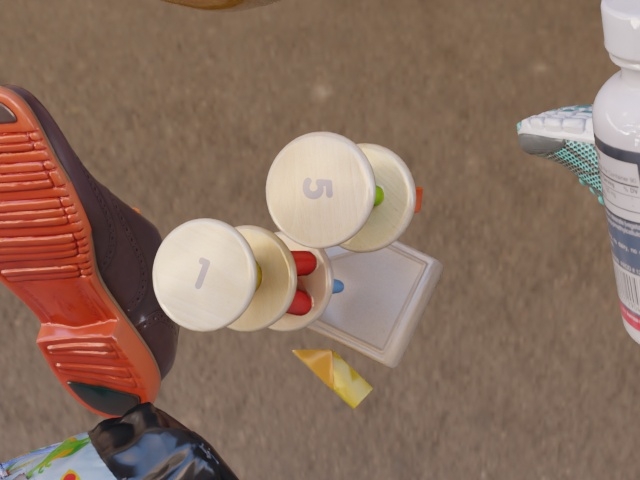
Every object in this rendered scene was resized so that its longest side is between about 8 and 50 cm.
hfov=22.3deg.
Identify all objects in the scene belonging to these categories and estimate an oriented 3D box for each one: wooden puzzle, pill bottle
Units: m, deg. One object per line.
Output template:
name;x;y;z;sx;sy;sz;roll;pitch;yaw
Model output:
wooden puzzle;0.023;0.028;0.909;0.079;0.014;0.116;34;78;0
pill bottle;0.194;-0.040;0.814;0.108;0.180;0.108;-11;23;5

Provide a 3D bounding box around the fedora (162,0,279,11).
fedora;-0.086;-0.169;0.696;0.194;0.194;0.079;19;80;19

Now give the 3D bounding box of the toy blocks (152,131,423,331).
toy blocks;0.000;0.000;0.801;0.123;0.148;0.054;-35;75;16

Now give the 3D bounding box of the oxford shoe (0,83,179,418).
oxford shoe;-0.170;-0.004;1.122;0.097;0.271;0.098;2;40;26

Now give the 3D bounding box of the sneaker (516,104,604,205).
sneaker;0.182;-0.042;0.993;0.065;0.076;0.166;-11;14;-34

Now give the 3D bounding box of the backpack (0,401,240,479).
backpack;-0.205;0.293;1.052;0.355;0.290;0.273;-40;35;-22
